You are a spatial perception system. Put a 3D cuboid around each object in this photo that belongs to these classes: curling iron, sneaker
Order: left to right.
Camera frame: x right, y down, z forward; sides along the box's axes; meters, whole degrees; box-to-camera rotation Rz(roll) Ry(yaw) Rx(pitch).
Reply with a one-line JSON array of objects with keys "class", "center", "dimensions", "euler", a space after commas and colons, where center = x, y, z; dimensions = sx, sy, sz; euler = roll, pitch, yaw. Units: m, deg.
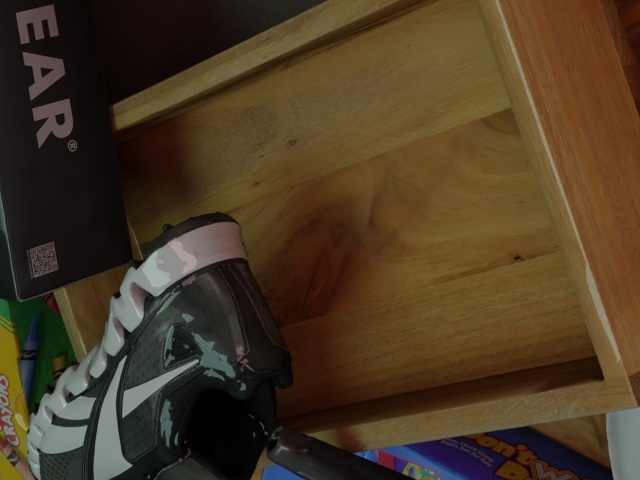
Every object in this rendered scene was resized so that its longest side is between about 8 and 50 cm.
[{"class": "sneaker", "center": [-0.080, 0.093, 0.961], "dimensions": [0.106, 0.078, 0.234], "euler": [57, 138, 21]}, {"class": "curling iron", "center": [0.095, 0.156, 0.924], "dimensions": [0.274, 0.068, 0.035], "euler": [32, 100, -13]}]

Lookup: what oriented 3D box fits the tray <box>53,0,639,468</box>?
[{"class": "tray", "center": [0.000, 0.000, 0.946], "dimensions": [0.411, 0.076, 0.202], "euler": [-18, 92, 53]}]

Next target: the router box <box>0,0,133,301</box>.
[{"class": "router box", "center": [-0.227, -0.133, 1.029], "dimensions": [0.243, 0.081, 0.308], "euler": [6, 110, 45]}]

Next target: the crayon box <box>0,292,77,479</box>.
[{"class": "crayon box", "center": [-0.228, 0.083, 1.291], "dimensions": [0.165, 0.081, 0.278], "euler": [10, 118, 36]}]

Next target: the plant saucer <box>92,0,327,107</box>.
[{"class": "plant saucer", "center": [-0.068, -0.087, 1.094], "dimensions": [0.311, 0.050, 0.310], "euler": [19, 123, 31]}]

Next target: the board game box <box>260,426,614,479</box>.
[{"class": "board game box", "center": [0.058, 0.262, 1.120], "dimensions": [0.233, 0.078, 0.347], "euler": [27, 119, 27]}]

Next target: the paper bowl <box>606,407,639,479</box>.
[{"class": "paper bowl", "center": [0.261, 0.107, 0.857], "dimensions": [0.284, 0.148, 0.284], "euler": [18, 121, 33]}]
